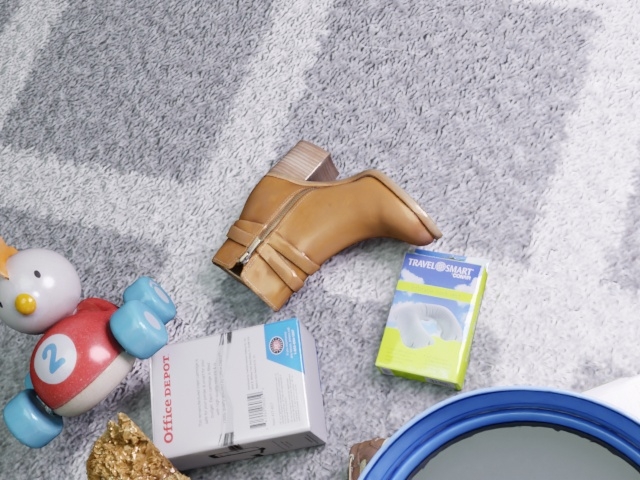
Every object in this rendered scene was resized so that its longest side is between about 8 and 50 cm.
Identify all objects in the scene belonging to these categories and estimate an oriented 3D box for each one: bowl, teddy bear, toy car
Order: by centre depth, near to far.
[{"bbox_3d":[0.206,0.341,0.893,0.391,0.077,0.391,-4,73,14],"label":"bowl"},{"bbox_3d":[-0.148,0.350,1.014,0.338,0.245,0.113,47,69,0],"label":"teddy bear"},{"bbox_3d":[-0.348,0.093,1.162,0.219,0.210,0.238,-40,102,6],"label":"toy car"}]

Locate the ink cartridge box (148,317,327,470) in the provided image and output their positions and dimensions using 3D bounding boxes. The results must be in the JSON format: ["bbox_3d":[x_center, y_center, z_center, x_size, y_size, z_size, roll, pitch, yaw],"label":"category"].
[{"bbox_3d":[-0.106,0.197,1.156,0.203,0.086,0.148,-13,64,11],"label":"ink cartridge box"}]

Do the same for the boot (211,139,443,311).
[{"bbox_3d":[0.000,0.000,1.201,0.283,0.109,0.220,30,76,30],"label":"boot"}]

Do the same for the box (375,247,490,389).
[{"bbox_3d":[0.146,0.091,1.157,0.109,0.042,0.178,9,70,20],"label":"box"}]

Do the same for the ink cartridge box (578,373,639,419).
[{"bbox_3d":[0.373,0.243,0.988,0.255,0.097,0.189,-21,61,5],"label":"ink cartridge box"}]

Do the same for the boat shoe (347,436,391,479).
[{"bbox_3d":[0.053,0.355,1.043,0.095,0.095,0.258,-5,59,32],"label":"boat shoe"}]
